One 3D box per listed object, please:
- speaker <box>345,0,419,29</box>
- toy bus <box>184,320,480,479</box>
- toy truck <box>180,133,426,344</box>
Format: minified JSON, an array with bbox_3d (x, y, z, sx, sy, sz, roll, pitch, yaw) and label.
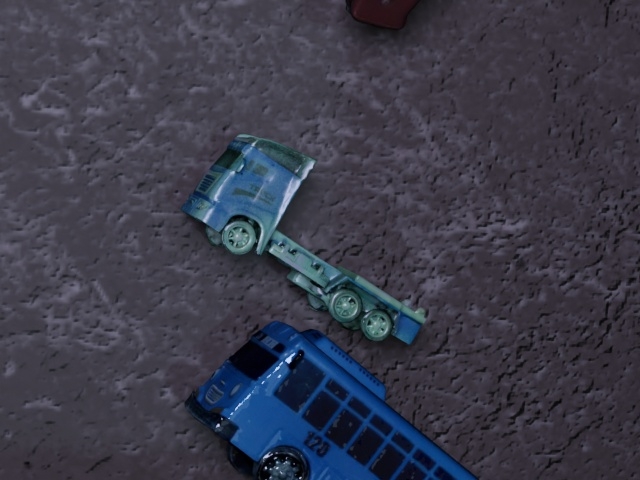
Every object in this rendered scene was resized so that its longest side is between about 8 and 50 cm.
[{"bbox_3d":[0.152,-0.252,1.104,0.330,0.259,0.198,14,61,-25],"label":"speaker"},{"bbox_3d":[0.010,0.137,1.173,0.185,0.090,0.106,40,86,-18],"label":"toy bus"},{"bbox_3d":[0.000,0.000,1.162,0.175,0.067,0.081,33,87,-16],"label":"toy truck"}]
